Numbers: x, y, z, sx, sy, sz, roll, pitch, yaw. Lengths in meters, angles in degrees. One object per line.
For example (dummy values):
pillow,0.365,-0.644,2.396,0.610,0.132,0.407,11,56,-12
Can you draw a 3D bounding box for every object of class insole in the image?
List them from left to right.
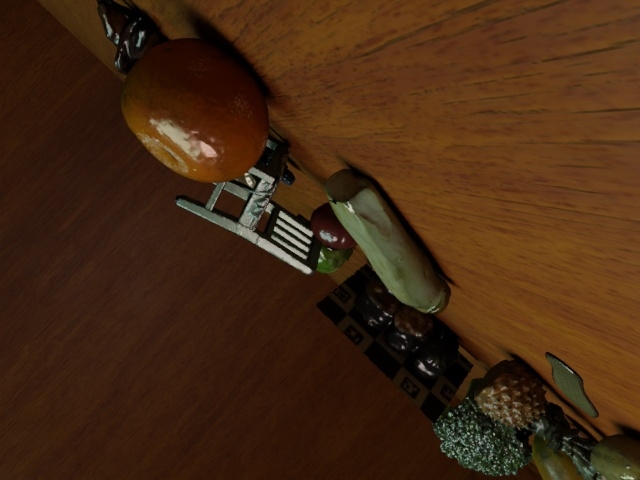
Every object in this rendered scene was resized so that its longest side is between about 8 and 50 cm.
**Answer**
insole,0.387,0.227,1.105,0.086,0.005,0.253,38,174,38

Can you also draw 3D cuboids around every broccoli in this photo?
broccoli,0.404,0.415,1.676,0.263,0.247,0.243,21,-150,-2

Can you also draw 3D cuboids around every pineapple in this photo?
pineapple,0.406,0.333,1.265,0.277,0.119,0.130,40,156,6

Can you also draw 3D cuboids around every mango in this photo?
mango,0.564,0.526,1.548,0.254,0.139,0.175,56,176,29

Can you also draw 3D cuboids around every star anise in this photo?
star anise,-0.325,-0.337,1.309,0.272,0.102,0.272,41,178,2

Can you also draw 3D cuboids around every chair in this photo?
chair,-0.090,-0.083,1.223,0.270,0.147,0.136,28,-149,-8

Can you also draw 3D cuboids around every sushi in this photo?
sushi,0.210,0.195,1.651,0.373,0.100,0.296,45,-148,8

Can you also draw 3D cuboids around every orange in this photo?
orange,-0.169,-0.183,1.007,0.224,0.170,0.224,32,166,9

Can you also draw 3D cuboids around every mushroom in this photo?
mushroom,0.105,0.014,1.070,0.100,0.081,0.312,29,165,46

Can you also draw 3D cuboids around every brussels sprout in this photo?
brussels sprout,-0.002,0.018,1.751,0.155,0.117,0.155,42,165,14

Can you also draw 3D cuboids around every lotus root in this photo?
lotus root,0.451,0.328,1.042,0.090,0.077,0.183,49,174,9

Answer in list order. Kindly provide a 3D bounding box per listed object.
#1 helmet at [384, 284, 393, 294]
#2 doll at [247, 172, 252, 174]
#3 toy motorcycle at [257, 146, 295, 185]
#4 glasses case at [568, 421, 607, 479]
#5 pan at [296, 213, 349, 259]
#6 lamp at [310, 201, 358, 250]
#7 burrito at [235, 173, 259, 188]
helmet,0.150,0.063,1.320,0.065,0.049,0.084,12,-147,-14
doll,-0.171,-0.191,1.760,0.058,0.040,0.085,54,174,-10
toy motorcycle,-0.136,-0.175,1.347,0.118,0.084,0.212,25,168,48
glasses case,0.531,0.424,1.411,0.204,0.051,0.081,45,174,-22
pan,-0.002,0.003,2.090,0.212,0.040,0.115,41,180,22
lamp,0.032,-0.027,1.236,0.101,0.090,0.101,16,-157,-7
burrito,-0.261,-0.218,1.842,0.348,0.107,0.175,43,175,-35
